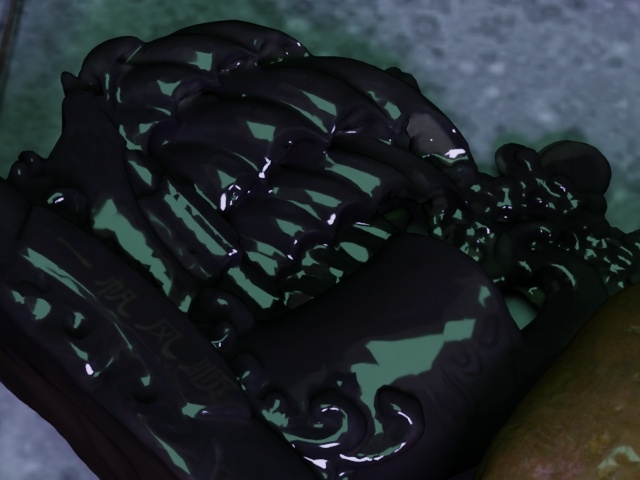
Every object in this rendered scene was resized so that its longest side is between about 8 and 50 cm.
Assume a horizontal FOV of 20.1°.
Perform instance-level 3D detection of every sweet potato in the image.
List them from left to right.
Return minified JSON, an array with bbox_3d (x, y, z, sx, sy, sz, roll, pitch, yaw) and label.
[{"bbox_3d":[0.104,0.084,0.620,0.079,0.108,0.346,13,48,25],"label":"sweet potato"}]

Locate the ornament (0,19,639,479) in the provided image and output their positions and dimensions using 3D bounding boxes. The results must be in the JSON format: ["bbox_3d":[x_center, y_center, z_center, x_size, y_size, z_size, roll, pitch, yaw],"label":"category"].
[{"bbox_3d":[0.000,0.000,0.714,0.251,0.106,0.260,40,62,20],"label":"ornament"}]
